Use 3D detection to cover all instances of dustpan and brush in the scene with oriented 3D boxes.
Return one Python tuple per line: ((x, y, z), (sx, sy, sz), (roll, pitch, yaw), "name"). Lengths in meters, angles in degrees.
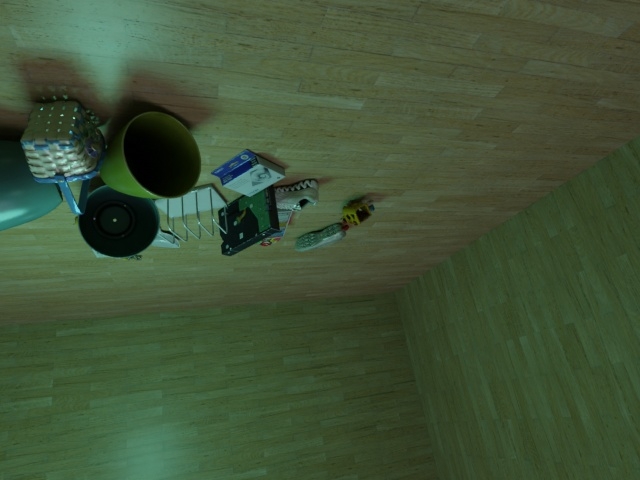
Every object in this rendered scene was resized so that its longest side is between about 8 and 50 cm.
((-0.813, -0.020, 2.128), (0.148, 0.060, 0.211), (5, 163, -4), "dustpan and brush")

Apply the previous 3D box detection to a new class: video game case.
((-0.265, -0.079, 2.110), (0.204, 0.025, 0.285), (-7, 156, -18), "video game case")

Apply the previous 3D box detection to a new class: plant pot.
((-0.831, -0.083, 1.701), (0.293, 0.292, 0.196), (5, -179, -33), "plant pot")
((-0.984, -0.188, 1.333), (0.235, 0.292, 0.293), (-18, 163, -25), "plant pot")
((-0.603, -0.254, 1.393), (0.294, 0.274, 0.275), (-6, 165, 37), "plant pot")

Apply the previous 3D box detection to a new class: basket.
((-0.770, -0.255, 1.278), (0.201, 0.254, 0.289), (-3, 146, -14), "basket")

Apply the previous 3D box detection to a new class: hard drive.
((-0.334, -0.092, 1.903), (0.339, 0.236, 0.064), (-26, 154, 33), "hard drive")

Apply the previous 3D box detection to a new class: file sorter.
((-0.575, -0.106, 1.848), (0.278, 0.173, 0.193), (-12, 158, 5), "file sorter")

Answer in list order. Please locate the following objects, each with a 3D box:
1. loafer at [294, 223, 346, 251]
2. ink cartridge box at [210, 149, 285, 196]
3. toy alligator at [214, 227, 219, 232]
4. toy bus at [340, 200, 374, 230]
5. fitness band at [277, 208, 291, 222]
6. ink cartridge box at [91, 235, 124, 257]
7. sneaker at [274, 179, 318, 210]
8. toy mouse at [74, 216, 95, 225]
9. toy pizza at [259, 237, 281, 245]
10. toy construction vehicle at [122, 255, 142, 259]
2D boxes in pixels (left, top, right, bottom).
((0.000, 0.000, 2.452), (0.320, 0.111, 0.111), (-18, 149, 18), "loafer")
((-0.299, -0.271, 1.728), (0.223, 0.045, 0.224), (-24, 154, 31), "ink cartridge box")
((-0.456, -0.091, 2.108), (0.190, 0.056, 0.051), (-22, -164, 28), "toy alligator")
((0.168, -0.149, 2.160), (0.202, 0.191, 0.104), (-19, 114, 19), "toy bus")
((-0.278, -0.090, 2.178), (0.209, 0.054, 0.291), (2, 153, -34), "fitness band")
((-1.034, 0.005, 2.031), (0.153, 0.086, 0.208), (-3, 158, -17), "ink cartridge box")
((-0.145, -0.187, 1.916), (0.292, 0.118, 0.110), (-14, 160, 14), "sneaker")
((-1.032, -0.083, 1.888), (0.143, 0.031, 0.161), (7, 153, -36), "toy mouse")
((-0.312, -0.008, 2.397), (0.202, 0.032, 0.201), (-9, 158, -3), "toy pizza")
((-1.053, 0.088, 2.314), (0.098, 0.035, 0.086), (-2, 168, -14), "toy construction vehicle")
